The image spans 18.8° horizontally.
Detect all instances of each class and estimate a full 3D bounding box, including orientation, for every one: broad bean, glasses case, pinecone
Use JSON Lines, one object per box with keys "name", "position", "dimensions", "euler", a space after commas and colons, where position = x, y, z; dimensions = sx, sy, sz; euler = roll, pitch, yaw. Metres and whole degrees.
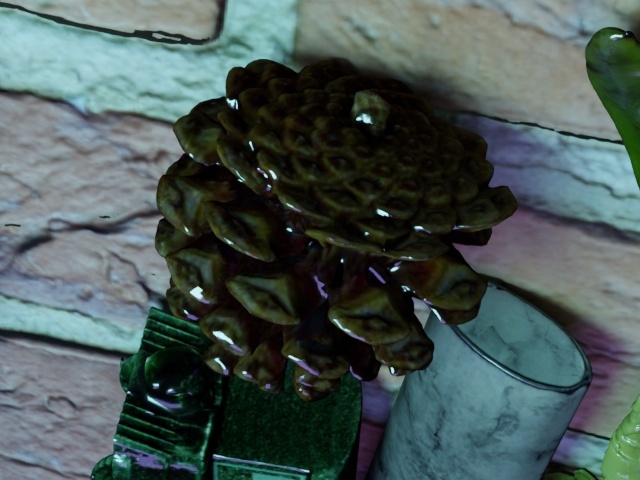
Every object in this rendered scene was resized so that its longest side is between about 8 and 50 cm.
{"name": "broad bean", "position": [0.233, -0.007, 1.102], "dimensions": [0.077, 0.061, 0.339], "euler": [0, 138, 36]}
{"name": "glasses case", "position": [0.094, 0.149, 1.310], "dimensions": [0.114, 0.060, 0.299], "euler": [37, 143, 15]}
{"name": "pinecone", "position": [0.000, 0.000, 1.083], "dimensions": [0.208, 0.207, 0.207], "euler": [9, 139, 8]}

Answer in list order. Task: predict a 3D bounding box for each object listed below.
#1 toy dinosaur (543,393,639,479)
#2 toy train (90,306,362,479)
{"name": "toy dinosaur", "position": [0.207, 0.195, 1.310], "dimensions": [0.153, 0.094, 0.259], "euler": [41, 140, 15]}
{"name": "toy train", "position": [-0.066, 0.192, 1.375], "dimensions": [0.178, 0.138, 0.330], "euler": [7, 140, 4]}
